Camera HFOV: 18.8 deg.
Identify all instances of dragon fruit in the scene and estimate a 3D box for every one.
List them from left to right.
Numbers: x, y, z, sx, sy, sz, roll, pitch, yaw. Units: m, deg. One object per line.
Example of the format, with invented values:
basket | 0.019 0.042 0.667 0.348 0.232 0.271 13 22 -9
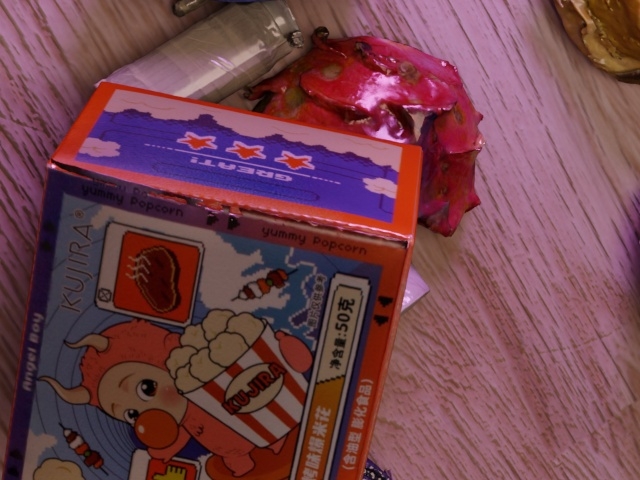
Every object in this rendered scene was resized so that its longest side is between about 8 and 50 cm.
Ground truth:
dragon fruit | 0.074 -0.118 1.893 0.274 0.126 0.161 30 90 -20

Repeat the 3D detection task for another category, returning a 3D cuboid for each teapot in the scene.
teapot | -0.122 -0.179 1.855 0.200 0.077 0.107 -32 79 -9

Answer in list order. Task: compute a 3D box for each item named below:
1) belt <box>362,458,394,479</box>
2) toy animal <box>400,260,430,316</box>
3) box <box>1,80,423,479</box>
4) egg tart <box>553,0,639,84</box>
belt | 0.017 0.326 1.952 0.140 0.126 0.230 4 97 -15
toy animal | 0.001 0.003 1.923 0.221 0.131 0.103 45 119 6
box | -0.095 0.080 1.727 0.319 0.257 0.348 13 112 1
egg tart | 0.370 -0.272 1.930 0.295 0.116 0.294 -5 121 -8
